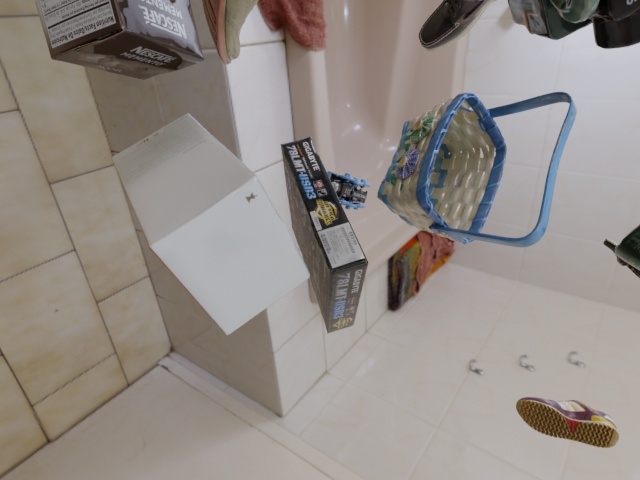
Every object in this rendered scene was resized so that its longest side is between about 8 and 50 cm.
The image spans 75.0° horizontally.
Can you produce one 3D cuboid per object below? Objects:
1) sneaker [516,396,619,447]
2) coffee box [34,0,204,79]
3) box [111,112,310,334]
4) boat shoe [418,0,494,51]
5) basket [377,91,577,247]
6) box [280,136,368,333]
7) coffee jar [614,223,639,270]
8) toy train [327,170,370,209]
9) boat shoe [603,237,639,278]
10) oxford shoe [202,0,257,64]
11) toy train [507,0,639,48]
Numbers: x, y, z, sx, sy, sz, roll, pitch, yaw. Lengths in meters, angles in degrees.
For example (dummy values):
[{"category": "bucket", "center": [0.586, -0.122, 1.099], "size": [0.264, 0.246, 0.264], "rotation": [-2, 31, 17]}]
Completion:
[{"category": "sneaker", "center": [0.509, 0.368, 0.874], "size": [0.084, 0.185, 0.070], "rotation": [-22, 123, -65]}, {"category": "coffee box", "center": [-0.276, -0.382, 0.535], "size": [0.168, 0.118, 0.297], "rotation": [-37, 116, -69]}, {"category": "box", "center": [-0.198, -0.047, 0.719], "size": [0.168, 0.345, 0.215], "rotation": [-35, 132, -11]}, {"category": "boat shoe", "center": [0.313, -0.523, 0.884], "size": [0.092, 0.285, 0.103], "rotation": [-4, 74, -42]}, {"category": "basket", "center": [0.254, -0.115, 0.711], "size": [0.201, 0.289, 0.255], "rotation": [35, 71, -40]}, {"category": "box", "center": [0.000, 0.000, 0.844], "size": [0.073, 0.293, 0.295], "rotation": [-14, 149, -9]}, {"category": "coffee jar", "center": [0.643, 0.047, 0.745], "size": [0.096, 0.184, 0.079], "rotation": [-41, 145, 7]}, {"category": "toy train", "center": [0.048, -0.121, 1.002], "size": [0.184, 0.105, 0.080], "rotation": [2, 105, -62]}, {"category": "boat shoe", "center": [0.747, 0.044, 1.021], "size": [0.049, 0.133, 0.042], "rotation": [5, 126, -34]}, {"category": "oxford shoe", "center": [-0.179, -0.528, 0.913], "size": [0.146, 0.397, 0.141], "rotation": [-18, 85, -14]}, {"category": "toy train", "center": [0.185, -0.314, 0.312], "size": [0.334, 0.142, 0.190], "rotation": [56, 16, -27]}]
